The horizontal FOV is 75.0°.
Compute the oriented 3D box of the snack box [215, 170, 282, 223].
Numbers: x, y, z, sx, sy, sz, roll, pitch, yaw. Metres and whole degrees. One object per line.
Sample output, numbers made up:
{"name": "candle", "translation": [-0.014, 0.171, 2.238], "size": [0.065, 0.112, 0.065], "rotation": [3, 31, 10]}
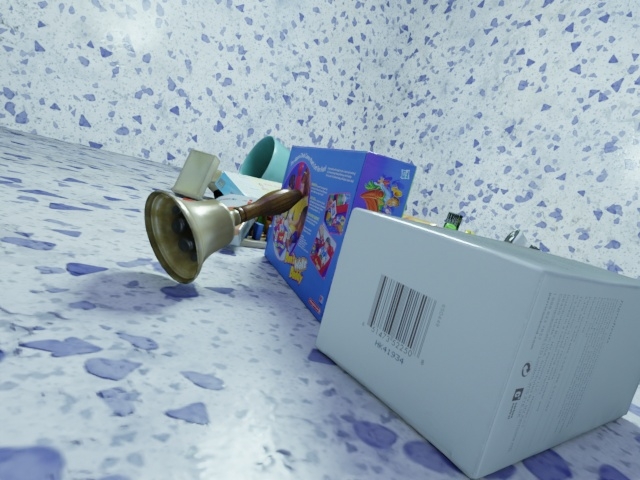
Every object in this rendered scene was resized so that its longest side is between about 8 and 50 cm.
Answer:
{"name": "snack box", "translation": [-0.175, -0.130, 1.385], "size": [0.187, 0.060, 0.322], "rotation": [47, 21, 22]}

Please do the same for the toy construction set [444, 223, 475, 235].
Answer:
{"name": "toy construction set", "translation": [0.238, 0.017, 1.077], "size": [0.327, 0.151, 0.215], "rotation": [9, 32, 11]}

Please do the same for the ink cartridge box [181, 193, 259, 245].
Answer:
{"name": "ink cartridge box", "translation": [-0.231, -0.058, 0.873], "size": [0.179, 0.045, 0.145], "rotation": [13, 33, 3]}

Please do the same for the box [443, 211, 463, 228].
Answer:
{"name": "box", "translation": [0.429, -0.002, 1.414], "size": [0.045, 0.191, 0.184], "rotation": [21, 11, 22]}

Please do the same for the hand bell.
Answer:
{"name": "hand bell", "translation": [-0.115, -0.037, 0.616], "size": [0.126, 0.126, 0.242], "rotation": [21, 31, 36]}

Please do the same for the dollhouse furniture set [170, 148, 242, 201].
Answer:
{"name": "dollhouse furniture set", "translation": [-0.405, -0.191, 1.497], "size": [0.212, 0.161, 0.242], "rotation": [17, -14, 13]}

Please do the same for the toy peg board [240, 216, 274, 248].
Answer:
{"name": "toy peg board", "translation": [-0.156, -0.039, 0.983], "size": [0.161, 0.079, 0.160], "rotation": [8, 11, -40]}

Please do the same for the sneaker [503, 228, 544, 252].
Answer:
{"name": "sneaker", "translation": [0.521, 0.129, 1.023], "size": [0.257, 0.169, 0.447], "rotation": [44, 8, 20]}

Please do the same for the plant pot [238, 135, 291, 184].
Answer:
{"name": "plant pot", "translation": [-0.202, -0.284, 1.880], "size": [0.235, 0.293, 0.293], "rotation": [28, 0, -34]}

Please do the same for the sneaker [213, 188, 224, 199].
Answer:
{"name": "sneaker", "translation": [-0.310, -0.152, 1.352], "size": [0.089, 0.051, 0.170], "rotation": [31, 31, -53]}

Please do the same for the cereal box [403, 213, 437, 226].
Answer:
{"name": "cereal box", "translation": [0.103, 0.006, 0.889], "size": [0.240, 0.047, 0.173], "rotation": [-20, 20, -17]}

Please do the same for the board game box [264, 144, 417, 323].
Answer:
{"name": "board game box", "translation": [0.005, -0.033, 0.699], "size": [0.078, 0.233, 0.347], "rotation": [12, 9, -22]}

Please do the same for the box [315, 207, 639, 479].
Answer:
{"name": "box", "translation": [0.205, 0.090, 0.477], "size": [0.345, 0.168, 0.215], "rotation": [8, 11, -37]}
